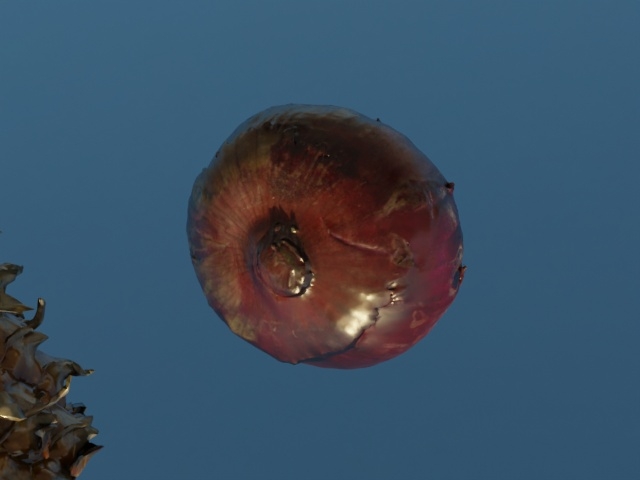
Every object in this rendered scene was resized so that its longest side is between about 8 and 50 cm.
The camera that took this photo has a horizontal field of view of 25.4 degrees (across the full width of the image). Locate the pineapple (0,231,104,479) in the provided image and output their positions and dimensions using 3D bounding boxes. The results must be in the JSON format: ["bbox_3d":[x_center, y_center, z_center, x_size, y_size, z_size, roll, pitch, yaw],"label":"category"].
[{"bbox_3d":[-0.323,0.088,0.819,0.352,0.300,0.352,-23,-152,14],"label":"pineapple"}]

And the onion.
[{"bbox_3d":[0.000,0.000,1.228,0.246,0.246,0.190,15,-155,19],"label":"onion"}]
